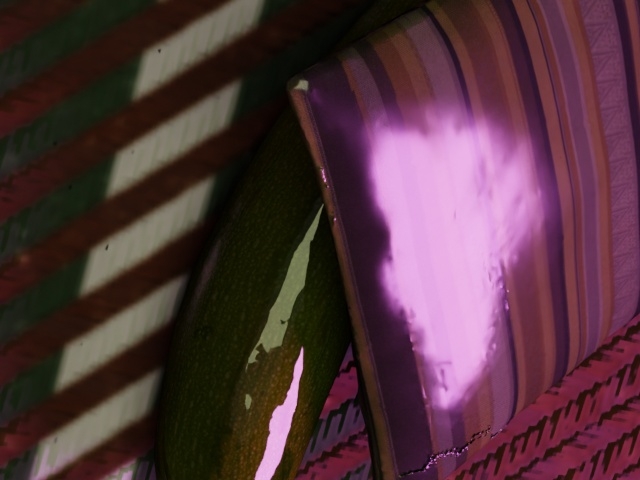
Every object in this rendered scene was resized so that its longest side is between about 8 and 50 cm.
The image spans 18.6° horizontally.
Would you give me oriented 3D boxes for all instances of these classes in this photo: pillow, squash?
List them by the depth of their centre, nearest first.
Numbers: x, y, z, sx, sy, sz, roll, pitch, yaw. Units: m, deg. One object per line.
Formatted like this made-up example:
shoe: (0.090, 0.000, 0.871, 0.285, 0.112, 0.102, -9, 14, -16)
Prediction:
pillow: (0.083, -0.026, 0.769, 0.212, 0.052, 0.208, -34, 130, -27)
squash: (-0.001, -0.001, 0.788, 0.080, 0.071, 0.318, 27, 90, -56)
